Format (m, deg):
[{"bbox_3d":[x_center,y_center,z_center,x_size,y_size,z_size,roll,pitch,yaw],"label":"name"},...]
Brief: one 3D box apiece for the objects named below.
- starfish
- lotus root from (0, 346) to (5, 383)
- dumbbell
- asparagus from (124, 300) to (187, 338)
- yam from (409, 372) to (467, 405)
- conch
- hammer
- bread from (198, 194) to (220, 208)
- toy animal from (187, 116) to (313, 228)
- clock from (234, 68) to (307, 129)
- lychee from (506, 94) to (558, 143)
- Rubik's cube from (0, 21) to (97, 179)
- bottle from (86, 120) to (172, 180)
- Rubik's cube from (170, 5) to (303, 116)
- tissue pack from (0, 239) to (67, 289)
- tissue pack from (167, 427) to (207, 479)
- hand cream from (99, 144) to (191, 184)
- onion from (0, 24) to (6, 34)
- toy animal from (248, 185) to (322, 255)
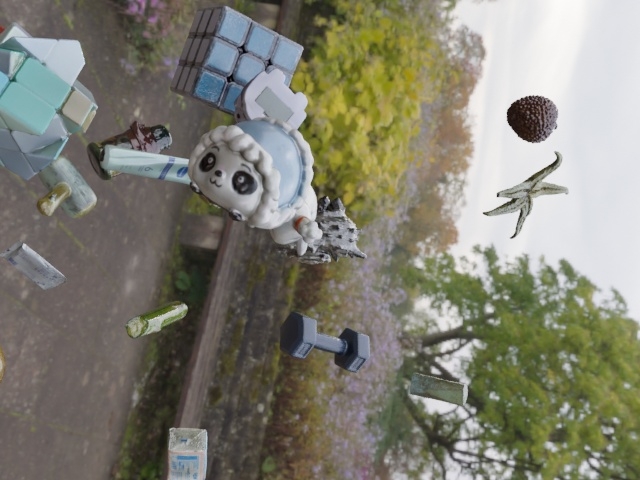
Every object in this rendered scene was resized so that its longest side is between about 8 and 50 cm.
[{"bbox_3d":[0.419,-0.087,1.280,0.050,0.223,0.217,52,-40,47],"label":"starfish"},{"bbox_3d":[-0.858,0.322,1.536,0.180,0.188,0.199,-82,-169,-67],"label":"lotus root"},{"bbox_3d":[0.017,0.356,2.199,0.144,0.324,0.160,-30,-131,46],"label":"dumbbell"},{"bbox_3d":[-0.439,0.210,1.714,0.277,0.067,0.060,-27,133,-80],"label":"asparagus"},{"bbox_3d":[0.343,0.437,1.851,0.068,0.169,0.069,-30,124,-59],"label":"yam"},{"bbox_3d":[-0.011,-0.006,1.761,0.313,0.240,0.186,-123,-158,-68],"label":"conch"},{"bbox_3d":[-0.776,-0.137,1.868,0.202,0.113,0.305,55,6,-18],"label":"hammer"},{"bbox_3d":[-0.254,-0.164,1.620,0.196,0.102,0.138,44,-66,54],"label":"bread"},{"bbox_3d":[-0.125,-0.138,1.159,0.204,0.208,0.156,-26,145,-55],"label":"toy animal"},{"bbox_3d":[-0.167,-0.381,1.821,0.254,0.188,0.189,-160,-102,-67],"label":"clock"},{"bbox_3d":[0.541,-0.312,1.618,0.123,0.128,0.124,8,90,-68],"label":"lychee"},{"bbox_3d":[-0.538,-0.263,1.130,0.265,0.224,0.213,38,53,-33],"label":"Rubik's cube"},{"bbox_3d":[-0.630,-0.312,2.104,0.271,0.143,0.156,-29,138,-27],"label":"bottle"},{"bbox_3d":[-0.287,-0.573,2.097,0.303,0.305,0.301,34,-76,57],"label":"Rubik's cube"},{"bbox_3d":[-0.916,0.086,2.019,0.193,0.122,0.026,47,34,-27],"label":"tissue pack"},{"bbox_3d":[-0.242,0.389,1.146,0.059,0.074,0.095,-97,-166,-56],"label":"tissue pack"},{"bbox_3d":[-0.496,-0.226,1.882,0.109,0.320,0.067,-47,-128,37],"label":"hand cream"},{"bbox_3d":[-0.908,-0.410,1.596,0.341,0.340,0.342,9,90,-86],"label":"onion"},{"bbox_3d":[-0.073,-0.046,1.346,0.282,0.140,0.138,-89,-157,-64],"label":"toy animal"}]
